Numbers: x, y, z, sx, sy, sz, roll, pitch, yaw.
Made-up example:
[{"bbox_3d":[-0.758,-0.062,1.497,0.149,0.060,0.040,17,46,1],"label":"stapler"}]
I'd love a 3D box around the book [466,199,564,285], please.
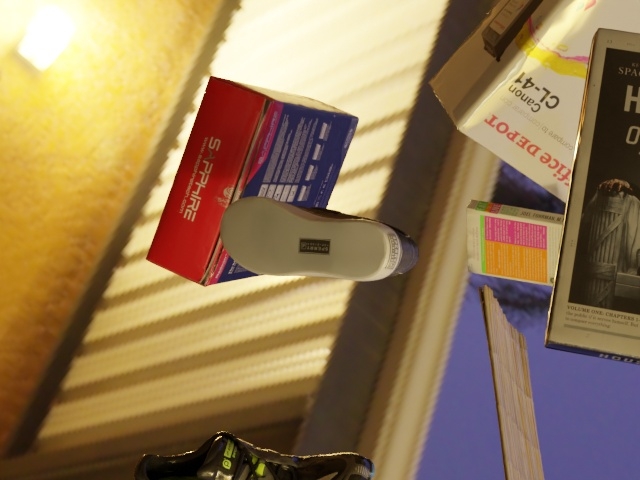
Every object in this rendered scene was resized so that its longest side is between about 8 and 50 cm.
[{"bbox_3d":[0.244,0.005,1.535,0.144,0.096,0.035,12,-135,22],"label":"book"}]

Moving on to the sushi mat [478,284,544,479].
[{"bbox_3d":[0.225,0.216,1.479,0.019,0.151,0.316,-18,-126,21],"label":"sushi mat"}]

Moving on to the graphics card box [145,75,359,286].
[{"bbox_3d":[-0.074,-0.074,1.647,0.233,0.094,0.371,-70,164,9],"label":"graphics card box"}]

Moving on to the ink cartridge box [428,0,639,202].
[{"bbox_3d":[0.316,-0.216,1.524,0.306,0.226,0.131,-51,-153,17],"label":"ink cartridge box"}]

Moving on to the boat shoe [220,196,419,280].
[{"bbox_3d":[0.000,0.000,1.327,0.228,0.076,0.080,4,-91,39],"label":"boat shoe"}]

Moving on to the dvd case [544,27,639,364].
[{"bbox_3d":[0.263,-0.025,0.911,0.179,0.029,0.239,10,-106,7],"label":"dvd case"}]

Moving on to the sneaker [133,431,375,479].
[{"bbox_3d":[-0.053,0.183,0.970,0.188,0.078,0.067,-5,-140,14],"label":"sneaker"}]
